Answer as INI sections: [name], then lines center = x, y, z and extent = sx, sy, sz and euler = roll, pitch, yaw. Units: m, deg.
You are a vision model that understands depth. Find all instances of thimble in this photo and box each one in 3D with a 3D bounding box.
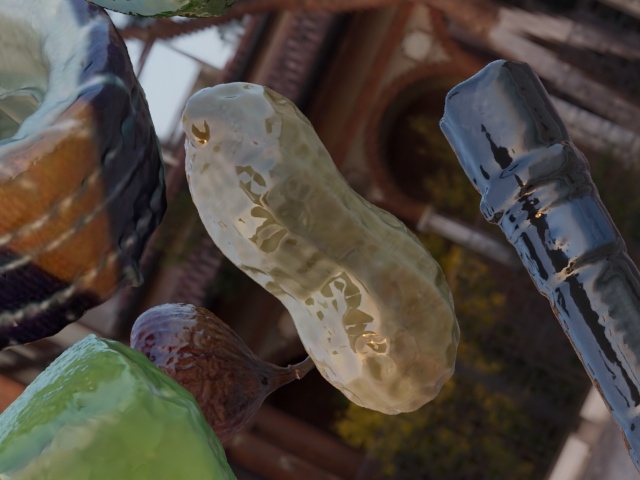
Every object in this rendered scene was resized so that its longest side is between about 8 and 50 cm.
[thimble]
center = -0.208, -0.057, 0.979
extent = 0.150, 0.237, 0.237
euler = 76, -146, -47

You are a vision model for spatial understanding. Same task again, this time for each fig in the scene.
[fig]
center = -0.088, 0.139, 1.540
extent = 0.134, 0.201, 0.146
euler = -120, 38, -62

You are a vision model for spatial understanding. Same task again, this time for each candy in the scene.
[candy]
center = -0.205, 0.206, 0.957
extent = 0.343, 0.142, 0.132
euler = -41, 26, -7

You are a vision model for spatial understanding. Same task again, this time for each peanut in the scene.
[peanut]
center = 0.000, 0.000, 1.256
extent = 0.120, 0.298, 0.136
euler = -37, 6, 28

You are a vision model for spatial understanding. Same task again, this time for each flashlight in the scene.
[flashlight]
center = 0.236, 0.037, 1.394
extent = 0.103, 0.424, 0.103
euler = -25, -16, -8

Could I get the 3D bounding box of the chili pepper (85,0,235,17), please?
[chili pepper]
center = -0.098, -0.132, 0.522
extent = 0.072, 0.204, 0.073
euler = -27, -34, -59
